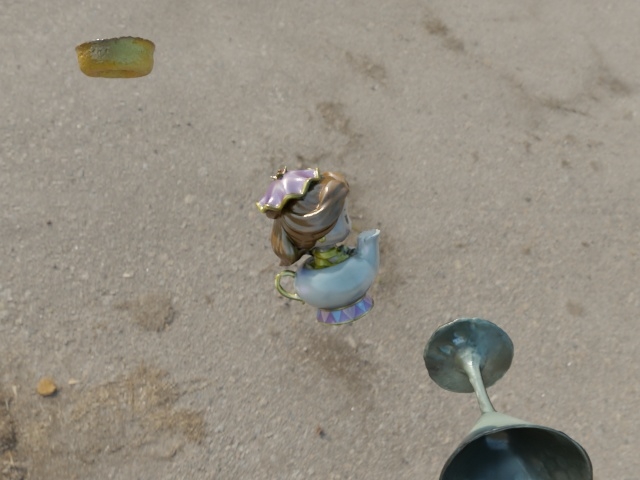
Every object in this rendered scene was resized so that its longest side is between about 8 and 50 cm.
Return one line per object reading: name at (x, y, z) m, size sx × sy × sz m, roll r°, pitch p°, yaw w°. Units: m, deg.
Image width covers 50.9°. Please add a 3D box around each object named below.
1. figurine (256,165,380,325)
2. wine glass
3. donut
figurine at (0.000, 0.000, 1.075) m, size 0.190 × 0.263 × 0.142 m, roll -19°, pitch 18°, yaw 0°
wine glass at (0.332, 0.342, 1.332) m, size 0.267 × 0.267 × 0.406 m, roll 14°, pitch 22°, yaw -6°
donut at (-0.393, -0.349, 1.297) m, size 0.152 × 0.152 × 0.058 m, roll -5°, pitch 93°, yaw -21°
